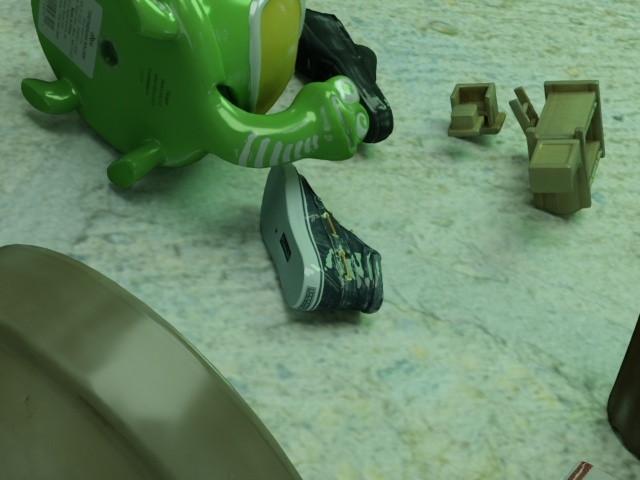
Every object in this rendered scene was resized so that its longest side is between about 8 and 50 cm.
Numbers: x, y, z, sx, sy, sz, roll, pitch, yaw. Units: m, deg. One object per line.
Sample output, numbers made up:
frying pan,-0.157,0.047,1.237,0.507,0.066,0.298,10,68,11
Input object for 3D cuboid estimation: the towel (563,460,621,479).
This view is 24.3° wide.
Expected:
towel,0.275,0.316,1.080,0.329,0.037,0.237,32,42,21

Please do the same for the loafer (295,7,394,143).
loafer,0.028,-0.181,1.572,0.078,0.076,0.223,-12,42,-22

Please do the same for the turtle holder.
turtle holder,-0.115,-0.197,1.376,0.320,0.243,0.227,15,34,43

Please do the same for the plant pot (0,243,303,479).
plant pot,-0.191,0.210,0.850,0.323,0.323,0.280,35,57,22

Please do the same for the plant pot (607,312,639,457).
plant pot,0.329,0.102,1.258,0.167,0.165,0.167,10,39,-8

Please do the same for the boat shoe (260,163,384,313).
boat shoe,0.000,0.000,1.355,0.083,0.065,0.183,10,40,-23

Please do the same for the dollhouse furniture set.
dollhouse furniture set,0.197,-0.077,1.523,0.161,0.101,0.182,1,33,21
